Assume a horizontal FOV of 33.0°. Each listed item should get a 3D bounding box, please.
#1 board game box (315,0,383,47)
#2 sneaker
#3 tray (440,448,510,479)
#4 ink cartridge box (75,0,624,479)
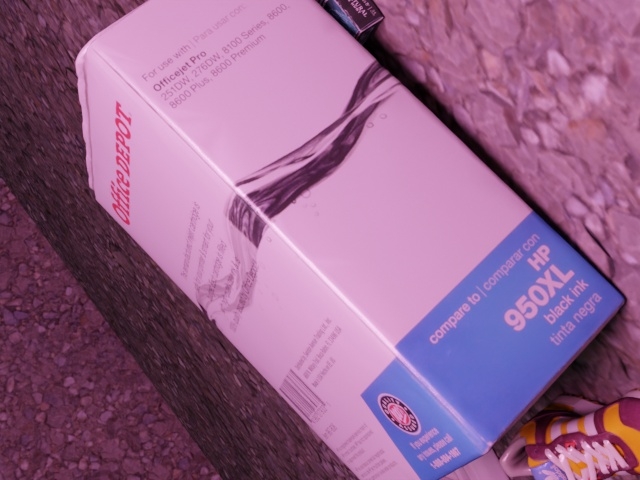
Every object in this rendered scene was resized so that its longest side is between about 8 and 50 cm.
[{"bbox_3d":[-0.020,-0.181,0.880,0.126,0.026,0.186,52,159,4],"label":"board game box"},{"bbox_3d":[0.208,0.163,0.824,0.069,0.084,0.185,55,160,-1],"label":"sneaker"},{"bbox_3d":[0.115,0.229,1.209,0.145,0.030,0.270,60,159,-15],"label":"tray"},{"bbox_3d":[0.000,0.000,0.868,0.395,0.166,0.285,45,158,8],"label":"ink cartridge box"}]
